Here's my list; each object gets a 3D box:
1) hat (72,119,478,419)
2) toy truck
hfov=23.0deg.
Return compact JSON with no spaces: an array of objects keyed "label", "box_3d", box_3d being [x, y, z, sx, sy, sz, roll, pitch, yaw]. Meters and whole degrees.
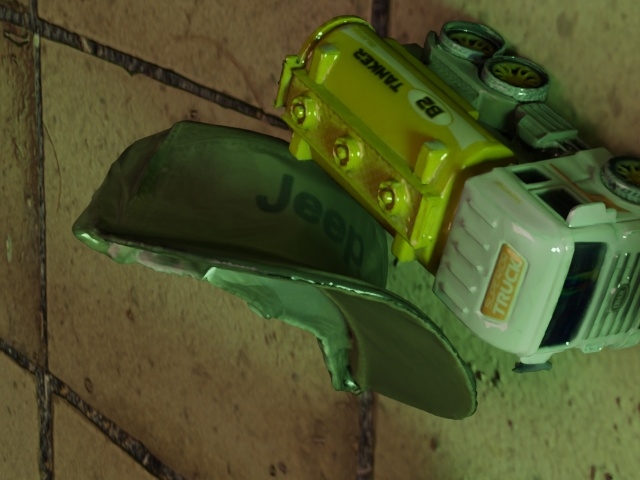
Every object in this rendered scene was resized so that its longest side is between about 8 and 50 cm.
[{"label":"hat","box_3d":[0.000,0.000,0.877,0.245,0.214,0.149,-10,54,54]},{"label":"toy truck","box_3d":[0.074,-0.031,0.814,0.227,0.114,0.098,47,134,40]}]
